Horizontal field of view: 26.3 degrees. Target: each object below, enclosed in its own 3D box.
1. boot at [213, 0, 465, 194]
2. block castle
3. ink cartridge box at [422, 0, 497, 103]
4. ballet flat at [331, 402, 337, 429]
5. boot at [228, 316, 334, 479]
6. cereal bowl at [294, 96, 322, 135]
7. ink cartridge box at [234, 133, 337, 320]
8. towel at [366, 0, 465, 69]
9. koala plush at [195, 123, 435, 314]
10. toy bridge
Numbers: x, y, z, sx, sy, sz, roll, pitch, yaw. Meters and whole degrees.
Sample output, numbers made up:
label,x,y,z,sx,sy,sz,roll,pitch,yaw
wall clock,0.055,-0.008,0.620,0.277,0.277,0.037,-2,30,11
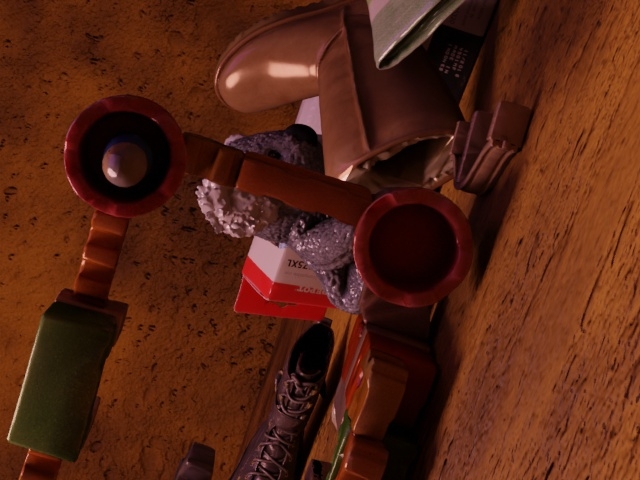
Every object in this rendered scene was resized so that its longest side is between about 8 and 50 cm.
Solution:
label,x,y,z,sx,sy,sz,roll,pitch,yaw
boot,0.008,-0.124,1.285,0.236,0.089,0.269,-28,39,16
block castle,-0.088,0.142,1.017,0.213,0.303,0.453,-103,31,-81
ink cartridge box,0.145,-0.284,1.502,0.371,0.069,0.176,-86,14,-65
ballet flat,0.056,0.098,1.151,0.052,0.057,0.168,47,126,55
boot,-0.053,0.237,1.638,0.263,0.091,0.229,-73,3,-52
cereal bowl,0.037,-0.141,1.806,0.339,0.141,0.339,-163,90,-87
ink cartridge box,0.000,0.000,1.578,0.078,0.134,0.231,42,118,53
towel,0.116,-0.345,1.247,0.248,0.038,0.325,-41,41,39
koala plush,-0.013,-0.039,1.405,0.196,0.221,0.203,-80,9,-63
toy bridge,0.124,-0.067,1.058,0.188,0.026,0.063,-173,99,-86
